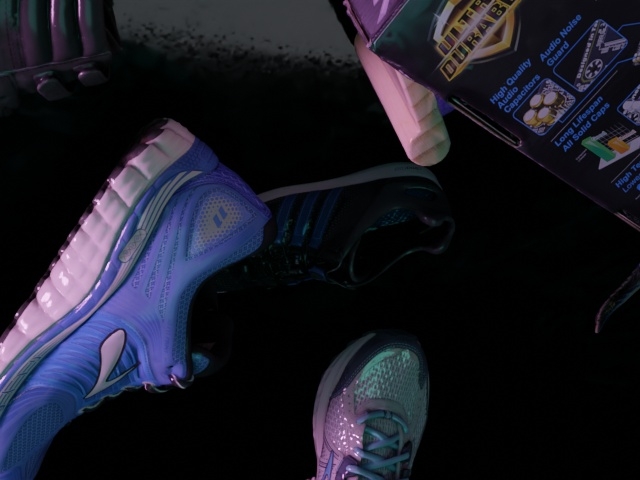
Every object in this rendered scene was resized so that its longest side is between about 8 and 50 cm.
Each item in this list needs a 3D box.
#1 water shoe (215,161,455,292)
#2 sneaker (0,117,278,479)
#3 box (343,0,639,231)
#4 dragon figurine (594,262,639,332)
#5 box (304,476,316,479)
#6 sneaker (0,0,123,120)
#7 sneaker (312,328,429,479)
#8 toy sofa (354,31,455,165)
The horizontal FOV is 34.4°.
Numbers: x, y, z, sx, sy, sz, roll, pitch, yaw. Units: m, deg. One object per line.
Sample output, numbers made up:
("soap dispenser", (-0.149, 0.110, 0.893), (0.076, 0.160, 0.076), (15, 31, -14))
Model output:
("water shoe", (0.000, 0.000, 0.778), (0.203, 0.080, 0.073), (-21, 130, 2))
("sneaker", (-0.147, 0.078, 0.747), (0.147, 0.130, 0.330), (34, 115, -11))
("box", (0.214, -0.150, 0.533), (0.293, 0.073, 0.295), (28, 114, -27))
("dragon figurine", (0.337, -0.035, 0.843), (0.289, 0.085, 0.144), (-21, 130, 0))
("box", (-0.083, 0.374, 1.065), (0.270, 0.060, 0.216), (-25, 129, 4))
("sneaker", (-0.204, -0.086, 0.636), (0.146, 0.105, 0.296), (9, 120, -16))
("sneaker", (0.045, 0.219, 0.901), (0.110, 0.122, 0.283), (11, 101, -19))
("toy sofa", (0.198, -0.175, 0.652), (0.362, 0.150, 0.177), (-23, 129, 3))
